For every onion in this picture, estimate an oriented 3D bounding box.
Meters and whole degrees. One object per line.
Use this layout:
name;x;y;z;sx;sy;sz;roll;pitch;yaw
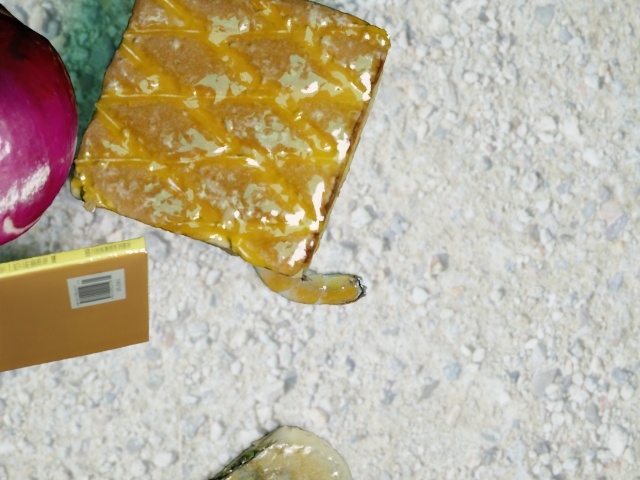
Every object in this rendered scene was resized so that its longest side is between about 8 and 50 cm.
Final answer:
onion;-0.407;-0.070;1.263;0.348;0.347;0.385;-13;128;-13

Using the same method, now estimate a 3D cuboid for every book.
book;-0.363;0.091;1.301;0.374;0.262;0.028;-11;68;-13

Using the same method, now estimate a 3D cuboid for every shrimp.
shrimp;0.000;0.000;1.484;0.166;0.049;0.161;27;90;-16

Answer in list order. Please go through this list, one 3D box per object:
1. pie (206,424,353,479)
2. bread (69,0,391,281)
pie;-0.056;0.330;1.493;0.218;0.052;0.185;-40;107;-6
bread;-0.092;-0.126;1.346;0.279;0.207;0.279;17;89;3
